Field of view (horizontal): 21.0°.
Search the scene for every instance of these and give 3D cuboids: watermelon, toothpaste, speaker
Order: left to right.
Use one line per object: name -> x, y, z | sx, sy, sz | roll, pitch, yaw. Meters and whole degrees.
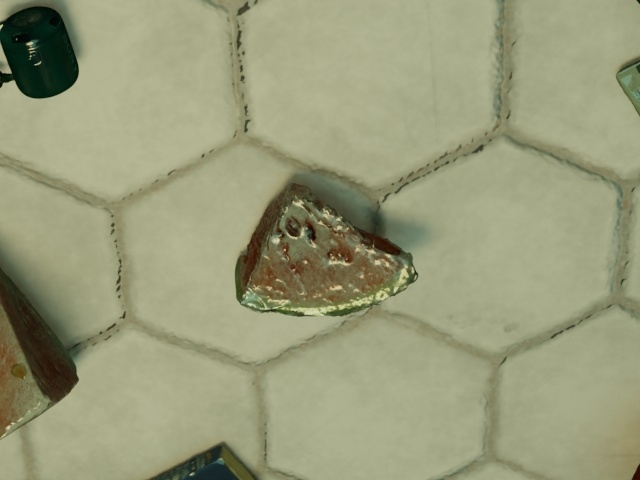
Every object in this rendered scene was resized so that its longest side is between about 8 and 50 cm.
watermelon -> -0.376, 0.136, 1.690 | 0.213, 0.201, 0.261 | -29, 119, 5
speaker -> -0.269, -0.172, 1.573 | 0.094, 0.060, 0.075 | 12, 133, 31
watermelon -> 0.000, 0.000, 1.707 | 0.187, 0.071, 0.139 | -7, 119, 11
toothpaste -> 0.346, -0.099, 1.684 | 0.048, 0.029, 0.197 | -27, 120, 11

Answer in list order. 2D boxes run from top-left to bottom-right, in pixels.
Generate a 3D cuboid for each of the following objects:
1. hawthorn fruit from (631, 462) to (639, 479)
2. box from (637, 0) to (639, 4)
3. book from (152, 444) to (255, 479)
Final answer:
hawthorn fruit -> 0.467, 0.324, 1.842 | 0.295, 0.295, 0.311 | -23, 122, 12
box -> 0.405, -0.263, 1.565 | 0.235, 0.034, 0.132 | -35, 121, 19
book -> -0.210, 0.422, 2.006 | 0.428, 0.039, 0.300 | -28, 123, 16
